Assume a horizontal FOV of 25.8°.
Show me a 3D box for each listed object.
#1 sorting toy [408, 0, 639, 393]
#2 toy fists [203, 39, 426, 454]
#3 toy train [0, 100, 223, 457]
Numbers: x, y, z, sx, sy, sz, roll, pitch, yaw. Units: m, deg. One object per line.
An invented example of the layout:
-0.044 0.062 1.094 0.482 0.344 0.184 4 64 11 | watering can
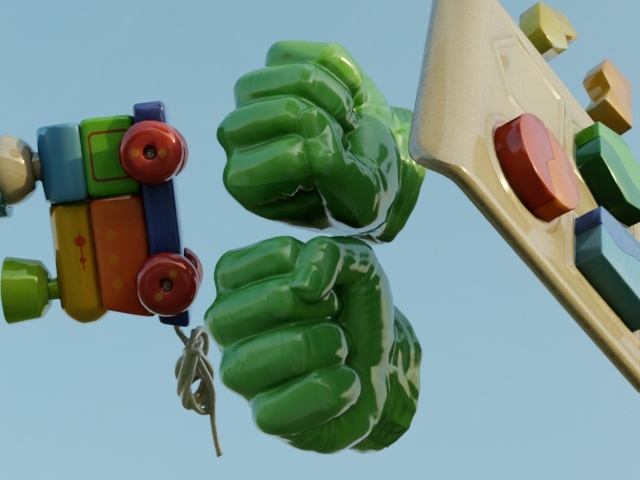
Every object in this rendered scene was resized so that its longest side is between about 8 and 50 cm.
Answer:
0.156 -0.070 0.882 0.041 0.307 0.229 -34 -65 31 | sorting toy
0.000 0.000 0.912 0.142 0.279 0.096 21 -27 -40 | toy fists
-0.152 0.036 0.953 0.143 0.105 0.248 -7 -86 -2 | toy train
